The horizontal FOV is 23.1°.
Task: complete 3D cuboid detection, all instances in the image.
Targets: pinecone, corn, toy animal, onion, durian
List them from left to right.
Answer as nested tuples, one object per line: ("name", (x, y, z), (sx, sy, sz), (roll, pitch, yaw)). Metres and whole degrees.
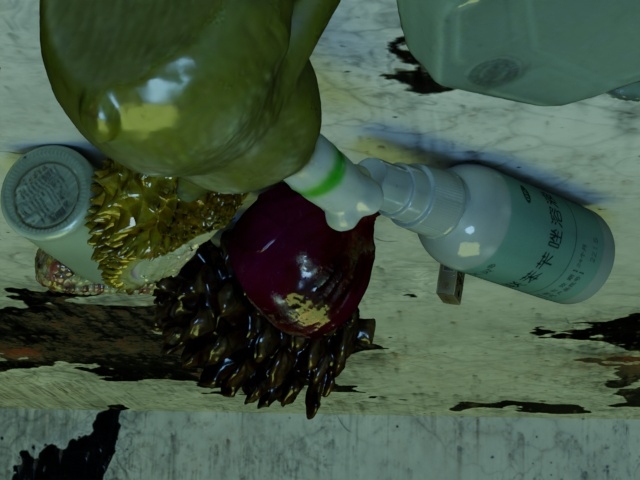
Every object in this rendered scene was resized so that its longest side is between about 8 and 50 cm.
("corn", (-0.227, 0.034, 1.899), (0.237, 0.080, 0.079), (7, 164, -23))
("durian", (-0.147, -0.044, 1.503), (0.138, 0.183, 0.250), (31, 155, -3))
("toy animal", (-0.072, -0.120, 1.151), (0.181, 0.180, 0.363), (4, 173, 18))
("pinecone", (-0.067, 0.089, 1.821), (0.272, 0.224, 0.224), (9, 164, -15))
("onion", (-0.012, -0.006, 1.638), (0.135, 0.173, 0.198), (27, 109, -36))

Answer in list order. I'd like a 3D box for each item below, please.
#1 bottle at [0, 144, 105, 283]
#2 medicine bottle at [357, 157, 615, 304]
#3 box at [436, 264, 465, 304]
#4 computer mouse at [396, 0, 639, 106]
("bottle", (-0.246, -0.017, 1.665), (0.104, 0.104, 0.245), (-1, 165, 12))
("medicine bottle", (0.162, -0.019, 1.588), (0.110, 0.110, 0.351), (-11, 160, 41))
("box", (0.154, 0.029, 1.818), (0.024, 0.083, 0.053), (5, 167, 15))
("computer mouse", (0.230, -0.207, 0.834), (0.428, 0.146, 0.228), (-19, 150, 24))
